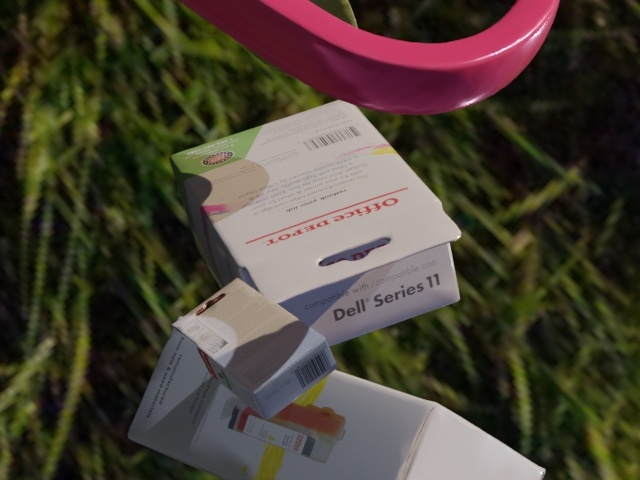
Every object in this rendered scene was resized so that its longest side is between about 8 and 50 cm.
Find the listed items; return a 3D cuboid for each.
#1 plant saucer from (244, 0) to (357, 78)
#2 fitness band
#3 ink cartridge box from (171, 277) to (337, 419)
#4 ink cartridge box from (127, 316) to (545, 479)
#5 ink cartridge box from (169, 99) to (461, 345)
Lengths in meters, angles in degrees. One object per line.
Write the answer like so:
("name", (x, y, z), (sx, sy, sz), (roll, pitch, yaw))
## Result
("plant saucer", (-0.057, -0.240, 1.840), (0.037, 0.241, 0.241), (-39, 142, -19))
("fitness band", (0.013, -0.187, 1.236), (0.209, 0.291, 0.054), (-42, 157, -36))
("ink cartridge box", (-0.046, 0.072, 1.324), (0.063, 0.115, 0.029), (-36, 127, -17))
("ink cartridge box", (0.021, 0.242, 2.223), (0.279, 0.384, 0.160), (34, 77, -50))
("ink cartridge box", (0.000, 0.000, 1.901), (0.207, 0.353, 0.119), (-19, 119, -9))
